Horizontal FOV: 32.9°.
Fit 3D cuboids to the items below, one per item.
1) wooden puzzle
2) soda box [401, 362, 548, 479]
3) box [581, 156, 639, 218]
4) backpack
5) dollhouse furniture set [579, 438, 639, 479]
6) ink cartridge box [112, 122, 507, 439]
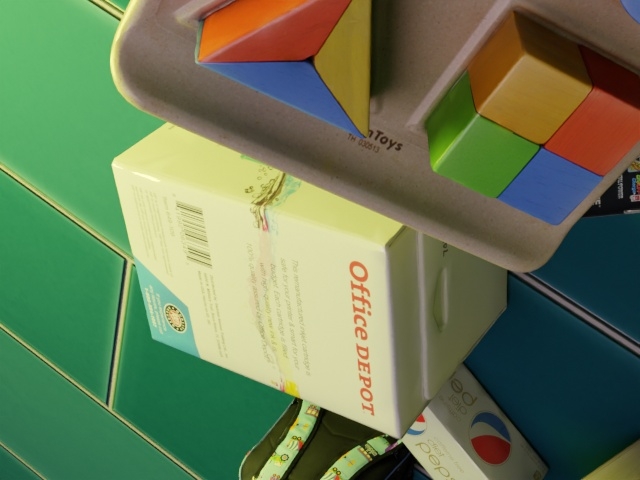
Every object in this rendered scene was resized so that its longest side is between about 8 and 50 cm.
[{"bbox_3d":[0.095,-0.146,0.577,0.322,0.080,0.348,23,123,-19],"label":"wooden puzzle"},{"bbox_3d":[0.124,0.175,1.066,0.216,0.074,0.069,51,140,-4],"label":"soda box"},{"bbox_3d":[0.239,-0.124,0.682,0.175,0.051,0.220,-6,122,10],"label":"box"},{"bbox_3d":[0.002,0.258,1.164,0.158,0.173,0.117,24,135,23],"label":"backpack"},{"bbox_3d":[0.337,0.366,0.928,0.174,0.303,0.355,-39,95,12],"label":"dollhouse furniture set"},{"bbox_3d":[0.000,0.000,0.935,0.270,0.197,0.198,18,132,30],"label":"ink cartridge box"}]
